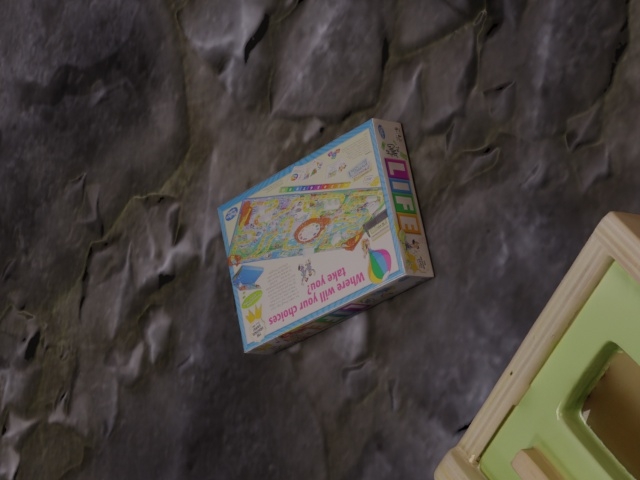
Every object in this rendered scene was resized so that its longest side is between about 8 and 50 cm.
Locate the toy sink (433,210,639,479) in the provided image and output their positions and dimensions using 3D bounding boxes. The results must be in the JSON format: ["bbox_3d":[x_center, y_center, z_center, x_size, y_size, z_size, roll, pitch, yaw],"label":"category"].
[{"bbox_3d":[0.161,0.126,0.933,0.153,0.131,0.234,51,122,38],"label":"toy sink"}]

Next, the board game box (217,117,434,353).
[{"bbox_3d":[0.000,0.000,1.197,0.154,0.026,0.103,-27,66,42],"label":"board game box"}]
